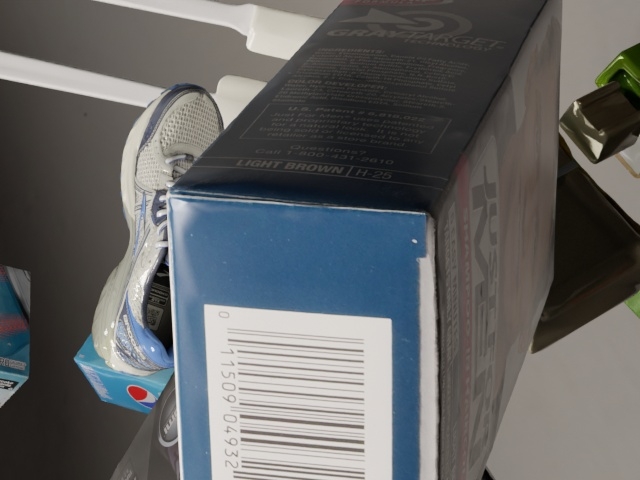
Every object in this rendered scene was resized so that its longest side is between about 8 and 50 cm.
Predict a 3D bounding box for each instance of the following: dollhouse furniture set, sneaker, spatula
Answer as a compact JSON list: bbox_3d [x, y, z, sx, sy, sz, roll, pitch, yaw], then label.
[{"bbox_3d":[0.203,-0.014,1.592,0.301,0.151,0.197,-27,67,-29],"label":"dollhouse furniture set"},{"bbox_3d":[-0.061,-0.004,0.839,0.052,0.058,0.135,10,87,-28],"label":"sneaker"},{"bbox_3d":[-0.087,-0.146,1.130,0.242,0.019,0.168,13,90,-1],"label":"spatula"}]

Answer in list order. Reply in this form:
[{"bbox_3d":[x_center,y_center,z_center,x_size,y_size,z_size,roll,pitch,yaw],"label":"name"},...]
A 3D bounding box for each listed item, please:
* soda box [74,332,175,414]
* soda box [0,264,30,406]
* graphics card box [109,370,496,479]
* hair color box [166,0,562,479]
[{"bbox_3d":[-0.111,0.120,1.663,0.071,0.210,0.067,-58,144,-29],"label":"soda box"},{"bbox_3d":[-0.222,0.031,0.818,0.183,0.063,0.058,15,53,-29],"label":"soda box"},{"bbox_3d":[-0.003,0.191,1.098,0.094,0.371,0.233,20,112,-31],"label":"graphics card box"},{"bbox_3d":[0.036,0.001,0.842,0.105,0.347,0.174,5,113,13],"label":"hair color box"}]
